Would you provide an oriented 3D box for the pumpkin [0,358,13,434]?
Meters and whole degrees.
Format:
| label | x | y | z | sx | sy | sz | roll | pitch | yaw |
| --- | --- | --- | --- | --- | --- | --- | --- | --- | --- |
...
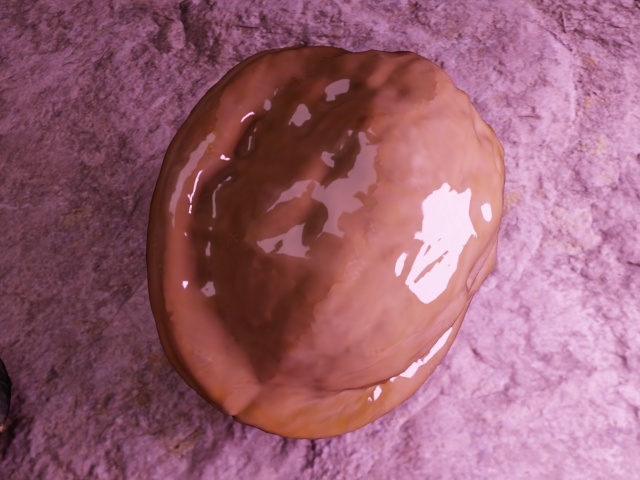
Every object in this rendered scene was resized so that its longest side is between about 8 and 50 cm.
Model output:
| label | x | y | z | sx | sy | sz | roll | pitch | yaw |
| --- | --- | --- | --- | --- | --- | --- | --- | --- | --- |
| pumpkin | -0.429 | 0.166 | 0.989 | 0.190 | 0.146 | 0.190 | -9 | 47 | 10 |

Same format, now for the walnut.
| label | x | y | z | sx | sy | sz | roll | pitch | yaw |
| --- | --- | --- | --- | --- | --- | --- | --- | --- | --- |
| walnut | 0.002 | -0.009 | 0.924 | 0.384 | 0.383 | 0.383 | -8 | 48 | 8 |
